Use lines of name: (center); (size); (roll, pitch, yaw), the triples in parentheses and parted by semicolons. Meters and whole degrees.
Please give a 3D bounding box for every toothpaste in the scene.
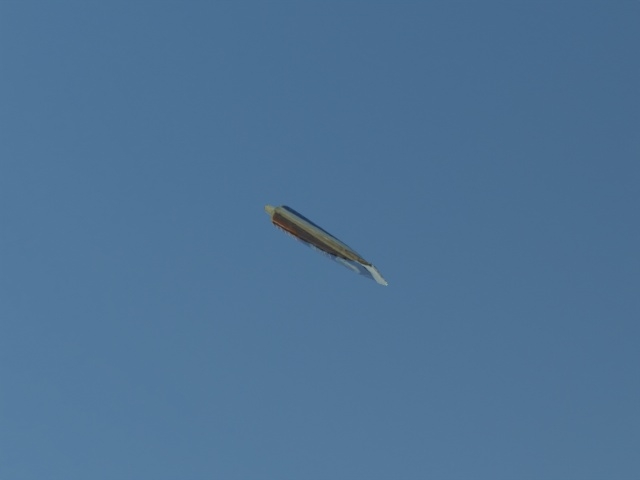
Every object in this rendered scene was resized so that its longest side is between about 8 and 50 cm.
toothpaste: (0.000, 0.000, 1.223); (0.140, 0.037, 0.021); (31, -100, 39)
